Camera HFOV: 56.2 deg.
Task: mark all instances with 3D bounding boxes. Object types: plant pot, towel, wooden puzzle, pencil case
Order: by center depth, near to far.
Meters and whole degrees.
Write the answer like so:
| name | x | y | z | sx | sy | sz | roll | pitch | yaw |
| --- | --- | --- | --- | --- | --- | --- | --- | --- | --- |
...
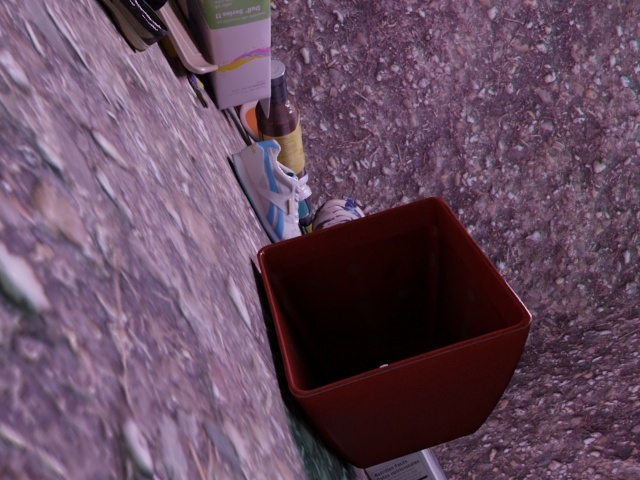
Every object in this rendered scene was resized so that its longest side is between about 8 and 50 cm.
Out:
| name | x | y | z | sx | sy | sz | roll | pitch | yaw |
| --- | --- | --- | --- | --- | --- | --- | --- | --- | --- |
| plant pot | 0.091 | 0.137 | 0.789 | 0.267 | 0.267 | 0.236 | -112 | -174 | -52 |
| wooden puzzle | -0.259 | -0.377 | 0.988 | 0.239 | 0.044 | 0.221 | 58 | 5 | -17 |
| towel | -0.218 | -0.276 | 1.064 | 0.060 | 0.009 | 0.083 | 60 | 5 | -44 |
| pencil case | 0.066 | 0.007 | 1.708 | 0.410 | 0.183 | 0.160 | -91 | 168 | -69 |

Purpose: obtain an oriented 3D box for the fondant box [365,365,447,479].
| name | x | y | z | sx | sy | sz | roll | pitch | yaw |
| --- | --- | --- | --- | --- | --- | --- | --- | --- | --- |
| fondant box | 0.165 | 0.418 | 1.043 | 0.238 | 0.096 | 0.330 | -107 | 171 | -71 |

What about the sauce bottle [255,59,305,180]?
| name | x | y | z | sx | sy | sz | roll | pitch | yaw |
| --- | --- | --- | --- | --- | --- | --- | --- | --- | --- |
| sauce bottle | -0.101 | -0.282 | 1.475 | 0.344 | 0.111 | 0.111 | 86 | -17 | -56 |

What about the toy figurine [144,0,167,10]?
| name | x | y | z | sx | sy | sz | roll | pitch | yaw |
| --- | --- | --- | --- | --- | --- | --- | --- | --- | --- |
| toy figurine | -0.187 | -0.389 | 0.744 | 0.209 | 0.212 | 0.148 | -68 | 148 | -81 |

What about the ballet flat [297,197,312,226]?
| name | x | y | z | sx | sy | sz | roll | pitch | yaw |
| --- | --- | --- | --- | --- | --- | --- | --- | --- | --- |
| ballet flat | -0.063 | -0.122 | 1.847 | 0.074 | 0.074 | 0.203 | 60 | 11 | -53 |

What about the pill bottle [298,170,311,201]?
| name | x | y | z | sx | sy | sz | roll | pitch | yaw |
| --- | --- | --- | --- | --- | --- | --- | --- | --- | --- |
| pill bottle | -0.092 | -0.193 | 1.700 | 0.169 | 0.094 | 0.094 | 63 | 3 | -16 |

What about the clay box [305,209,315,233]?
| name | x | y | z | sx | sy | sz | roll | pitch | yaw |
| --- | --- | --- | --- | --- | --- | --- | --- | --- | --- |
| clay box | 0.000 | 0.000 | 2.035 | 0.222 | 0.053 | 0.127 | 63 | 3 | 2 |

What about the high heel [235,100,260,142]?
| name | x | y | z | sx | sy | sz | roll | pitch | yaw |
| --- | --- | --- | --- | --- | --- | --- | --- | --- | --- |
| high heel | -0.199 | -0.361 | 1.626 | 0.244 | 0.082 | 0.117 | 64 | -13 | 5 |

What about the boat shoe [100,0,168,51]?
| name | x | y | z | sx | sy | sz | roll | pitch | yaw |
| --- | --- | --- | --- | --- | --- | --- | --- | --- | --- |
| boat shoe | -0.224 | -0.283 | 0.667 | 0.056 | 0.049 | 0.152 | 67 | 4 | 35 |

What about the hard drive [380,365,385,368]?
| name | x | y | z | sx | sy | sz | roll | pitch | yaw |
| --- | --- | --- | --- | --- | --- | --- | --- | --- | --- |
| hard drive | 0.137 | 0.242 | 1.862 | 0.353 | 0.047 | 0.233 | 64 | 3 | 20 |

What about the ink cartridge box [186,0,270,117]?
| name | x | y | z | sx | sy | sz | roll | pitch | yaw |
| --- | --- | --- | --- | --- | --- | --- | --- | --- | --- |
| ink cartridge box | -0.186 | -0.412 | 1.196 | 0.353 | 0.119 | 0.207 | 98 | -29 | -60 |

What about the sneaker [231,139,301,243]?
| name | x | y | z | sx | sy | sz | roll | pitch | yaw |
| --- | --- | --- | --- | --- | --- | --- | --- | --- | --- |
| sneaker | -0.072 | -0.071 | 1.084 | 0.087 | 0.092 | 0.229 | -114 | 178 | -61 |

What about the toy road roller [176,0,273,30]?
| name | x | y | z | sx | sy | sz | roll | pitch | yaw |
| --- | --- | --- | --- | --- | --- | --- | --- | --- | --- |
| toy road roller | -0.218 | -0.586 | 1.428 | 0.203 | 0.240 | 0.329 | 64 | 3 | -8 |
